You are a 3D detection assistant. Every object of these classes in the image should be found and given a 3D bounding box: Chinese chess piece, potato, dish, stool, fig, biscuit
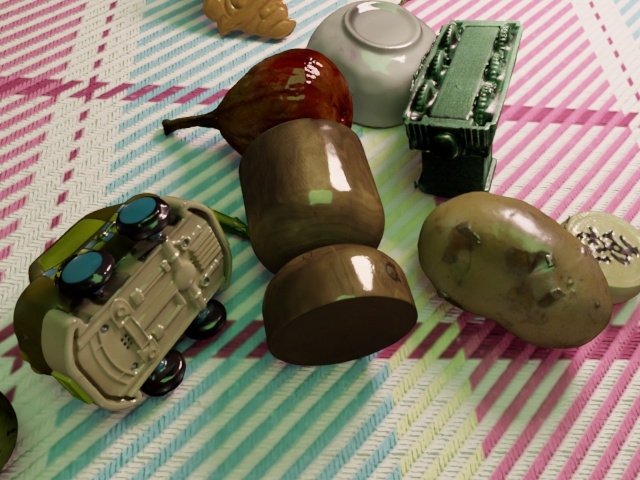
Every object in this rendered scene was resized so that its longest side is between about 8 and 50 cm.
[{"bbox_3d":[0.407,0.023,0.838,0.143,0.059,0.144,3,56,-4],"label":"Chinese chess piece"},{"bbox_3d":[0.251,0.033,0.750,0.262,0.165,0.165,28,57,19],"label":"potato"},{"bbox_3d":[0.097,-0.327,0.999,0.255,0.117,0.257,4,55,-5],"label":"dish"},{"bbox_3d":[0.000,0.000,0.728,0.179,0.179,0.264,-7,57,-12],"label":"stool"},{"bbox_3d":[-0.089,-0.164,0.871,0.290,0.190,0.191,-25,55,19],"label":"fig"},{"bbox_3d":[-0.151,-0.452,1.031,0.250,0.163,0.035,33,13,-14],"label":"biscuit"}]

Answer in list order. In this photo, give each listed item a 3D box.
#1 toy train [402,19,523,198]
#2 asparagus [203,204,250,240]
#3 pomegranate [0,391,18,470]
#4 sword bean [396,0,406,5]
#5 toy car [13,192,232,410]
[{"bbox_3d":[0.228,-0.213,0.906,0.138,0.178,0.330,9,49,22],"label":"toy train"},{"bbox_3d":[-0.135,-0.025,0.821,0.108,0.021,0.025,24,55,8],"label":"asparagus"},{"bbox_3d":[-0.391,0.209,0.572,0.148,0.148,0.169,36,85,16],"label":"pomegranate"},{"bbox_3d":[0.178,-0.498,1.189,0.012,0.012,0.083,38,61,18],"label":"sword bean"},{"bbox_3d":[-0.245,0.055,0.678,0.198,0.204,0.248,12,50,29],"label":"toy car"}]
